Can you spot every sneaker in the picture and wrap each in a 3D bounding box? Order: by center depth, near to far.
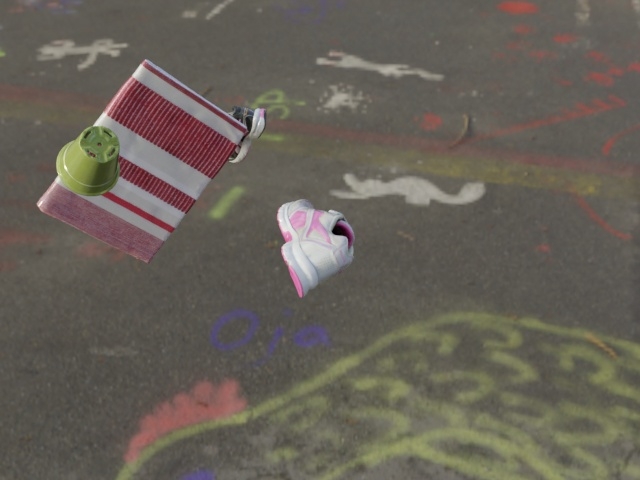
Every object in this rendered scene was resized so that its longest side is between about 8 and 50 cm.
[{"bbox_3d":[0.000,0.000,1.383,0.111,0.103,0.252,-20,27,3],"label":"sneaker"},{"bbox_3d":[-0.168,-0.220,1.699,0.077,0.178,0.072,16,59,-18],"label":"sneaker"}]

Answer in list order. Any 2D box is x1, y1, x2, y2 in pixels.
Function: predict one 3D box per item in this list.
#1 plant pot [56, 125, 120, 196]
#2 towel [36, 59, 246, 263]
[{"bbox_3d":[-0.293,-0.110,1.112,0.083,0.079,0.083,9,68,-24],"label":"plant pot"},{"bbox_3d":[-0.315,-0.134,1.539,0.237,0.329,0.037,31,15,-33],"label":"towel"}]
